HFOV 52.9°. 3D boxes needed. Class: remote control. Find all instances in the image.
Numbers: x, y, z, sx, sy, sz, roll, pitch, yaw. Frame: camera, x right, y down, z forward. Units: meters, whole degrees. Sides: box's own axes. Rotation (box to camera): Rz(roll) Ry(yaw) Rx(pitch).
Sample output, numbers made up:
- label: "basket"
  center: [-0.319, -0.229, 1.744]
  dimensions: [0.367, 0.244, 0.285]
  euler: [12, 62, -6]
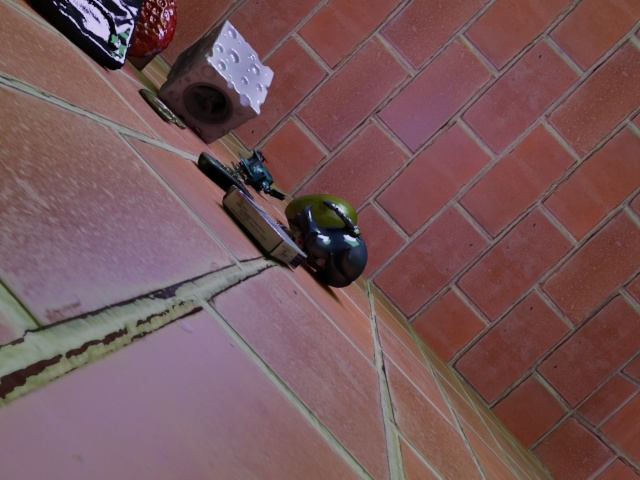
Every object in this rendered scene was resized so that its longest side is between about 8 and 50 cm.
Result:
- label: "remote control"
  center: [-0.232, -0.150, 1.603]
  dimensions: [0.072, 0.042, 0.222]
  euler: [49, 3, 35]

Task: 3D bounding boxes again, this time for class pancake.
- label: "pancake"
  center: [-0.421, -0.347, 1.749]
  dimensions: [0.184, 0.020, 0.190]
  euler: [45, 4, -38]

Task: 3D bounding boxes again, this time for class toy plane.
- label: "toy plane"
  center: [-0.224, -0.236, 2.250]
  dimensions: [0.155, 0.106, 0.382]
  euler: [60, 2, 16]

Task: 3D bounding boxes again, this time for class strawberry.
- label: "strawberry"
  center: [-0.557, -0.677, 1.922]
  dimensions: [0.292, 0.291, 0.310]
  euler: [-93, 165, -85]

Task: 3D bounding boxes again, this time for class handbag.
- label: "handbag"
  center: [-0.525, -0.553, 1.459]
  dimensions: [0.088, 0.245, 0.275]
  euler: [0, -20, 22]

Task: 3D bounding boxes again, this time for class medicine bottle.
- label: "medicine bottle"
  center: [-0.122, -0.022, 1.412]
  dimensions: [0.171, 0.052, 0.201]
  euler: [47, 2, 18]

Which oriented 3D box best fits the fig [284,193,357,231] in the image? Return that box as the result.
- label: "fig"
  center: [0.000, -0.052, 2.067]
  dimensions: [0.229, 0.207, 0.207]
  euler: [15, 13, -16]

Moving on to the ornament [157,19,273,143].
- label: "ornament"
  center: [-0.334, -0.510, 2.089]
  dimensions: [0.240, 0.239, 0.240]
  euler: [44, 41, -31]

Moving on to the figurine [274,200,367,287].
- label: "figurine"
  center: [0.010, 0.012, 1.741]
  dimensions: [0.265, 0.196, 0.175]
  euler: [48, 38, -37]

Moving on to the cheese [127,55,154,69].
- label: "cheese"
  center: [-0.614, -0.670, 2.180]
  dimensions: [0.177, 0.128, 0.203]
  euler: [48, 2, 28]
